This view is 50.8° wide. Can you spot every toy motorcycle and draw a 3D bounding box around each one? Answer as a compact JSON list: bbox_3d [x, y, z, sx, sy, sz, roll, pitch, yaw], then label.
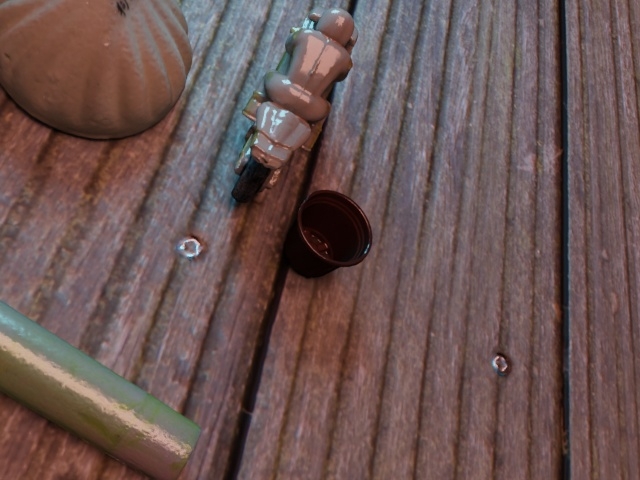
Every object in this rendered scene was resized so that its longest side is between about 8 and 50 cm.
[{"bbox_3d":[-0.026,-0.207,0.911,0.108,0.223,0.340,30,57,-10],"label":"toy motorcycle"}]

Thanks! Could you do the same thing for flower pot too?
[{"bbox_3d":[0.000,0.000,0.898,0.111,0.089,0.111,14,60,-25],"label":"flower pot"}]

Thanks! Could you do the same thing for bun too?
[{"bbox_3d":[-0.271,-0.275,0.833,0.263,0.175,0.263,12,62,-24],"label":"bun"}]

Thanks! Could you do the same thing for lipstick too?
[{"bbox_3d":[-0.264,0.141,0.683,0.304,0.076,0.076,34,54,-10],"label":"lipstick"}]
